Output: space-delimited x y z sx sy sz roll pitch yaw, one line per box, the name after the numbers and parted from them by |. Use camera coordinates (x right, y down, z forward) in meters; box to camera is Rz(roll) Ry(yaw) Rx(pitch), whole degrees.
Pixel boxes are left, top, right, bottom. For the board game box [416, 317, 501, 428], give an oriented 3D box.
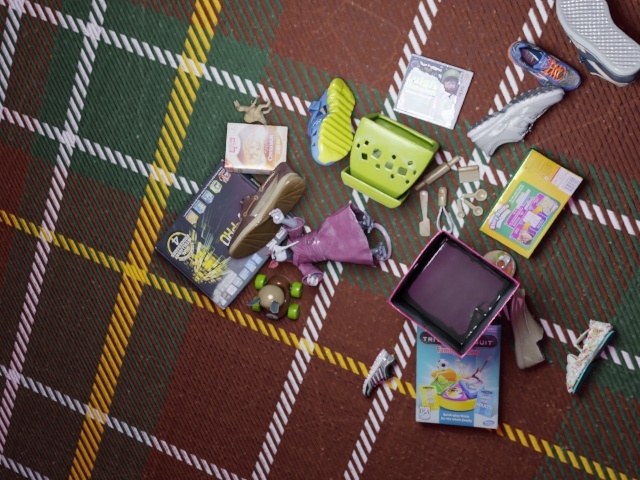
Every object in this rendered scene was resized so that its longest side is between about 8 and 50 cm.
0.429 0.408 1.943 0.253 0.079 0.336 1 101 13 | board game box

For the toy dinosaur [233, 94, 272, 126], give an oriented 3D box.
-0.194 -0.398 1.934 0.092 0.053 0.183 -44 53 -11 | toy dinosaur

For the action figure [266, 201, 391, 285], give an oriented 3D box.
0.000 0.000 1.901 0.370 0.275 0.248 -14 91 23 | action figure

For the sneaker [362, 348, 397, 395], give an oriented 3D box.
0.195 0.440 2.012 0.074 0.063 0.171 27 101 14 | sneaker

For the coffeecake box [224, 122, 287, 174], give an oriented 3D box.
-0.199 -0.282 1.923 0.185 0.068 0.143 3 82 -5 | coffeecake box

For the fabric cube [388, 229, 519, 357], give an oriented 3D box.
0.377 0.143 1.760 0.259 0.258 0.254 37 97 12 | fabric cube

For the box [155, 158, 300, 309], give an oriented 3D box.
-0.305 -0.021 2.029 0.318 0.097 0.395 42 105 1 | box

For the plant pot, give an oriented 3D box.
0.195 -0.231 1.810 0.228 0.227 0.207 29 111 6 | plant pot

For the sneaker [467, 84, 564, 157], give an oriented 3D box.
0.568 -0.342 1.771 0.281 0.105 0.115 -29 104 28 | sneaker

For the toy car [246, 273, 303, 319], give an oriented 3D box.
-0.159 0.198 1.987 0.154 0.188 0.149 11 102 12 | toy car

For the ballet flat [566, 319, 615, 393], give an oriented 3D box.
0.790 0.343 1.855 0.077 0.091 0.241 35 104 37 | ballet flat

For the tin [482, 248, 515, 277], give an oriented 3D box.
0.508 0.107 1.891 0.106 0.040 0.190 44 106 -2 | tin

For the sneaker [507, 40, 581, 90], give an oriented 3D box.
0.623 -0.484 1.726 0.221 0.087 0.083 30 106 7 | sneaker

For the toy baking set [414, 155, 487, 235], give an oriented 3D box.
0.384 -0.128 1.879 0.256 0.030 0.197 -32 92 17 | toy baking set

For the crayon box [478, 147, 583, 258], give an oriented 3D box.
0.606 -0.108 1.803 0.165 0.081 0.279 32 106 6 | crayon box

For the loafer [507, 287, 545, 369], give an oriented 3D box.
0.620 0.257 1.864 0.092 0.102 0.269 -9 107 13 | loafer

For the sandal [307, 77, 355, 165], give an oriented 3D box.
0.018 -0.333 1.827 0.138 0.318 0.126 -25 128 35 | sandal

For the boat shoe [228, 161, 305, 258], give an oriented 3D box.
-0.184 -0.094 1.900 0.342 0.123 0.123 -53 56 23 | boat shoe

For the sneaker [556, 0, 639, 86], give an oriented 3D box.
0.745 -0.546 1.677 0.126 0.127 0.321 -29 68 11 | sneaker

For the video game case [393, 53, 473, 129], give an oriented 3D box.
0.333 -0.441 1.837 0.190 0.022 0.173 20 104 9 | video game case
